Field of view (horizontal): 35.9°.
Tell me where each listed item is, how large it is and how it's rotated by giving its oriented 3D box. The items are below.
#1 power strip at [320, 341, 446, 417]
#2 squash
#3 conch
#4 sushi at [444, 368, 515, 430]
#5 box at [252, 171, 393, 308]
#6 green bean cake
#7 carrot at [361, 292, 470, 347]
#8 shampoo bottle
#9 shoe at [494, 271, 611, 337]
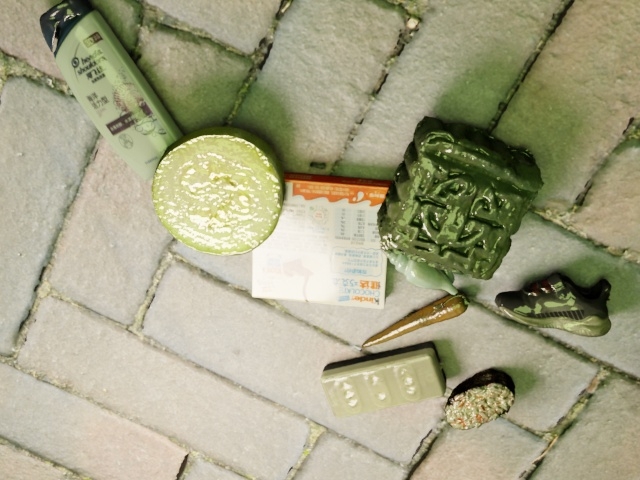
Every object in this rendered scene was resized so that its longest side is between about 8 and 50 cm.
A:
[{"bbox_3d":[0.134,0.287,2.029,0.256,0.070,0.105,-16,112,15],"label":"power strip"},{"bbox_3d":[-0.191,-0.092,1.849,0.251,0.049,0.252,1,117,1],"label":"squash"},{"bbox_3d":[0.193,0.047,1.908,0.180,0.088,0.065,26,147,-17],"label":"conch"},{"bbox_3d":[0.323,0.325,2.009,0.150,0.078,0.091,-29,107,22],"label":"sushi"},{"bbox_3d":[0.000,0.000,1.929,0.273,0.048,0.265,6,115,6],"label":"box"},{"bbox_3d":[0.249,-0.075,1.789,0.241,0.132,0.255,22,112,-8],"label":"green bean cake"},{"bbox_3d":[0.188,0.165,1.979,0.254,0.049,0.049,-27,108,24],"label":"carrot"},{"bbox_3d":[-0.392,-0.280,1.848,0.134,0.078,0.360,-27,108,22],"label":"shampoo bottle"},{"bbox_3d":[0.451,0.110,1.883,0.227,0.099,0.112,13,110,-1],"label":"shoe"}]
